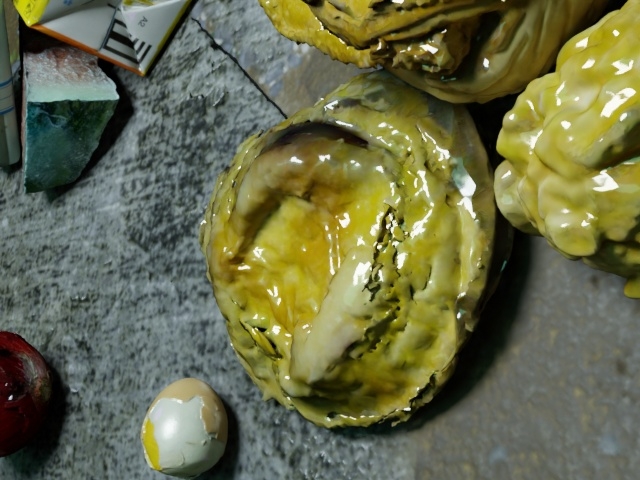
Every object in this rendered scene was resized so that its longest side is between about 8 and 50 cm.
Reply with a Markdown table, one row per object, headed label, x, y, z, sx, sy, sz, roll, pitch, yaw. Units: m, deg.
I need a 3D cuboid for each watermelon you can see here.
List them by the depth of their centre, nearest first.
| label | x | y | z | sx | sy | sz | roll | pitch | yaw |
| --- | --- | --- | --- | --- | --- | --- | --- | --- | --- |
| watermelon | -0.298 | -0.176 | 1.086 | 0.154 | 0.094 | 0.241 | -60 | 38 | 44 |

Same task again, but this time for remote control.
| label | x | y | z | sx | sy | sz | roll | pitch | yaw |
| --- | --- | --- | --- | --- | --- | --- | --- | --- | --- |
| remote control | -0.373 | -0.215 | 1.043 | 0.128 | 0.065 | 0.335 | 63 | 156 | 26 |

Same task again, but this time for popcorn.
| label | x | y | z | sx | sy | sz | roll | pitch | yaw |
| --- | --- | --- | --- | --- | --- | --- | --- | --- | --- |
| popcorn | 0.188 | -0.057 | 0.565 | 0.194 | 0.140 | 0.164 | -28 | 55 | 35 |

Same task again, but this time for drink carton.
| label | x | y | z | sx | sy | sz | roll | pitch | yaw |
| --- | --- | --- | --- | --- | --- | --- | --- | --- | --- |
| drink carton | -0.286 | -0.331 | 1.064 | 0.111 | 0.154 | 0.351 | -52 | 49 | 17 |

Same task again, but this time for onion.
| label | x | y | z | sx | sy | sz | roll | pitch | yaw |
| --- | --- | --- | --- | --- | --- | --- | --- | --- | --- |
| onion | -0.327 | 0.153 | 0.974 | 0.131 | 0.131 | 0.131 | -14 | 68 | 39 |

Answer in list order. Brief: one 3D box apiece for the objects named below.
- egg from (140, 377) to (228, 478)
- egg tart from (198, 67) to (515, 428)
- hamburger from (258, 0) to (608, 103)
| label | x | y | z | sx | sy | sz | roll | pitch | yaw |
| --- | --- | --- | --- | --- | --- | --- | --- | --- | --- |
| egg | -0.112 | 0.154 | 0.814 | 0.071 | 0.071 | 0.083 | -19 | 60 | 37 |
| egg tart | 0.000 | 0.000 | 0.731 | 0.297 | 0.132 | 0.297 | -10 | 75 | 43 |
| hamburger | 0.088 | -0.235 | 0.676 | 0.318 | 0.158 | 0.319 | -26 | 47 | 31 |
